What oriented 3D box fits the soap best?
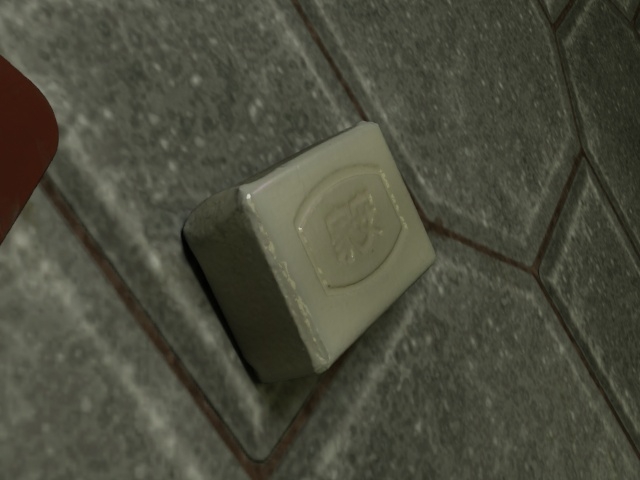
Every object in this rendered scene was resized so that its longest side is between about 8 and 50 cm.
[{"bbox_3d":[0.000,0.000,0.572,0.183,0.063,0.121,-37,104,-53],"label":"soap"}]

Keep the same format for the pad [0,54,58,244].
[{"bbox_3d":[-0.220,-0.025,0.349,0.181,0.004,0.267,44,41,-30],"label":"pad"}]
